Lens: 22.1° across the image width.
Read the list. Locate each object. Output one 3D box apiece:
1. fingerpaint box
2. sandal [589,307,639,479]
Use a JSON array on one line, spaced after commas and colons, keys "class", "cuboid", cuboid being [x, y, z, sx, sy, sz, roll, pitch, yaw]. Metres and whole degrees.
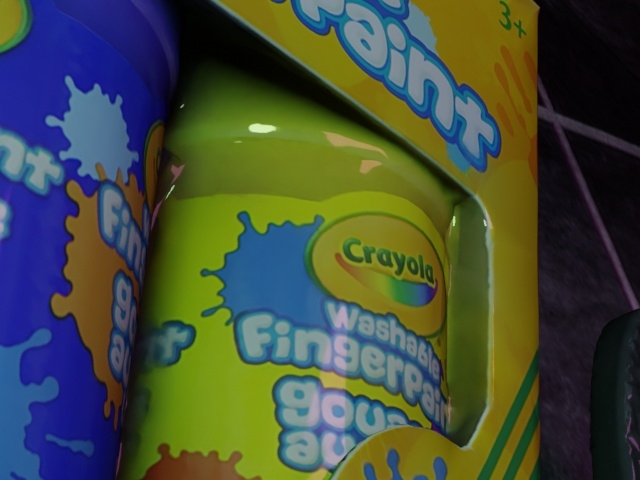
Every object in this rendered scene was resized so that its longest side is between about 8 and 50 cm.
[{"class": "fingerpaint box", "cuboid": [-0.123, -0.010, 0.491, 0.444, 0.163, 0.371, 32, 49, -35]}, {"class": "sandal", "cuboid": [0.193, 0.257, 0.830, 0.167, 0.107, 0.446, -2, 75, -57]}]
